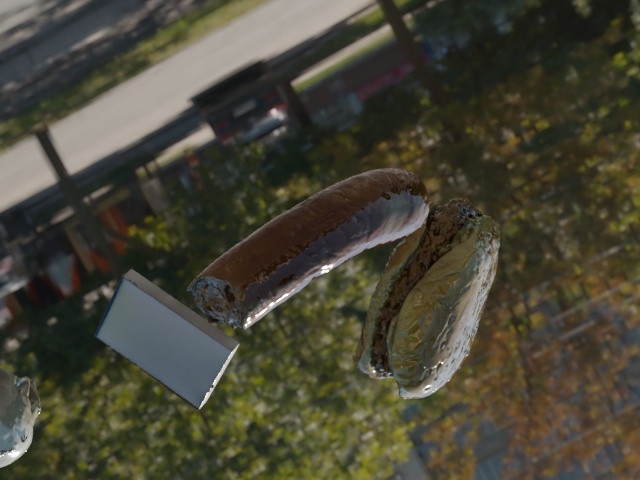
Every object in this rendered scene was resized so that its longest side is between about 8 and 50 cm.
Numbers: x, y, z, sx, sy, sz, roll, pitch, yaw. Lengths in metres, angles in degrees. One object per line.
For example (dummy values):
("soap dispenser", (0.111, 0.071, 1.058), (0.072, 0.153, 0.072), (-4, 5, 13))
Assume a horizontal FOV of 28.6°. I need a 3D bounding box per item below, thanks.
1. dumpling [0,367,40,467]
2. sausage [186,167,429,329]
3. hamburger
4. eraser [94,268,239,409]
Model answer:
("dumpling", (-0.480, 0.247, 1.688), (0.172, 0.142, 0.247), (-18, -171, 14))
("sausage", (0.002, -0.003, 1.274), (0.302, 0.076, 0.103), (-29, 160, -31))
("hamburger", (0.163, 0.082, 1.785), (0.145, 0.283, 0.259), (19, -158, 21))
("eraser", (-0.173, 0.111, 1.406), (0.104, 0.150, 0.023), (-60, 174, 35))
